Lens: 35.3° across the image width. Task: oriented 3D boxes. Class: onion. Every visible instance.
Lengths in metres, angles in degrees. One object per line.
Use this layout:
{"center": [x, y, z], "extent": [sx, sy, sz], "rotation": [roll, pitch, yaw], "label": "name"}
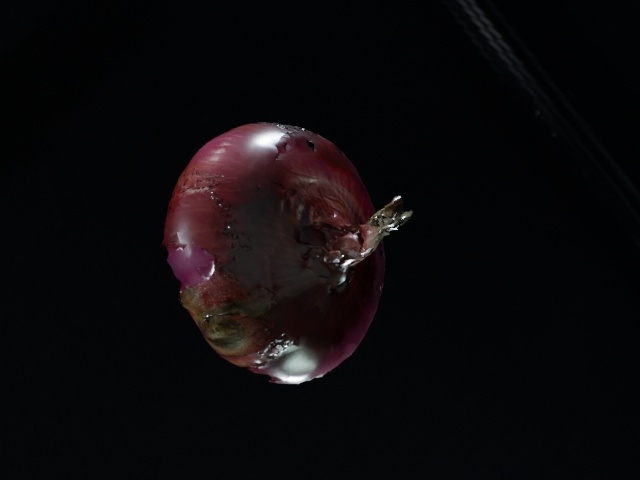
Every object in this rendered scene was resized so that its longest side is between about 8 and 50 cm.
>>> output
{"center": [0.000, 0.000, 0.550], "extent": [0.150, 0.140, 0.150], "rotation": [23, -120, -47], "label": "onion"}
